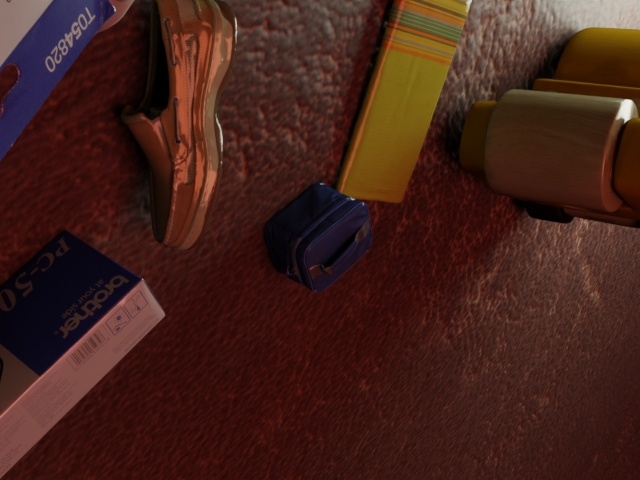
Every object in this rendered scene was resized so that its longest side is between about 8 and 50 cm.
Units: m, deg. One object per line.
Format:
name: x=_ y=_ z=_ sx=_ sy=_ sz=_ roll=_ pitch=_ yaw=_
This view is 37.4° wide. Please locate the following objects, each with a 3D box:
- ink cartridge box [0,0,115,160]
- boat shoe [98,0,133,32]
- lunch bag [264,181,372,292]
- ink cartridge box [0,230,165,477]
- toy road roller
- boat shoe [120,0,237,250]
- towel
ink cartridge box: x=-0.170 y=-0.115 z=0.400 sx=0.223 sy=0.045 sz=0.224 roll=-65 pitch=151 yaw=-30
boat shoe: x=-0.063 y=-0.282 z=0.571 sx=0.367 sy=0.136 sz=0.156 roll=-59 pitch=143 yaw=-1
lunch bag: x=0.000 y=0.000 z=0.874 sx=0.098 sy=0.065 sz=0.067 roll=-43 pitch=139 yaw=-26
ink cartridge box: x=-0.215 y=0.090 z=0.645 sx=0.207 sy=0.097 sz=0.046 roll=-46 pitch=140 yaw=-23
toy road roller: x=0.320 y=-0.142 z=1.073 sx=0.329 sy=0.203 sz=0.240 roll=15 pitch=87 yaw=-58
boat shoe: x=-0.114 y=-0.085 z=0.697 sx=0.072 sy=0.068 sz=0.190 roll=-1 pitch=102 yaw=-37
towel: x=0.080 y=-0.152 z=0.919 sx=0.102 sy=0.021 sz=0.237 roll=4 pitch=109 yaw=-45
